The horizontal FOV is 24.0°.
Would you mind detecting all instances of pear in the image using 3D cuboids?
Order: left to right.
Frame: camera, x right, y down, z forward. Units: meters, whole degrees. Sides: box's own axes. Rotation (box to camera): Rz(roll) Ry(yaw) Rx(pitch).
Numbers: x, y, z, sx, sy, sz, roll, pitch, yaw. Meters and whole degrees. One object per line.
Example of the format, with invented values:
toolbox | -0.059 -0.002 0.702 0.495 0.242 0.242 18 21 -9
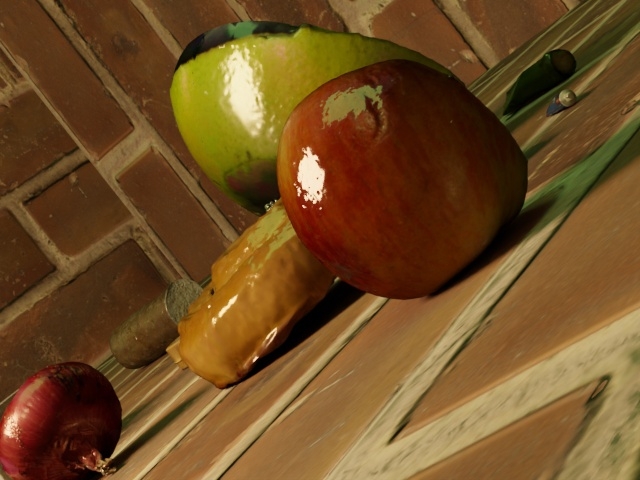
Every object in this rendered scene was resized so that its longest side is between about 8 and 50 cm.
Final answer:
pear | -0.005 -0.115 1.874 0.399 0.399 0.165 149 131 -63

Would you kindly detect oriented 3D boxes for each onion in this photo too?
onion | -0.250 0.207 1.563 0.140 0.150 0.150 18 44 36

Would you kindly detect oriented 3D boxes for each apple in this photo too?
apple | 0.052 -0.046 1.126 0.160 0.173 0.195 -37 -1 -25

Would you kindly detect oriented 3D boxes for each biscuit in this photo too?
biscuit | -0.037 0.019 1.529 0.296 0.102 0.296 -48 5 6

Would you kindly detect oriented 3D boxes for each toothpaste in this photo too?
toothpaste | 0.259 -0.149 1.625 0.027 0.019 0.083 -56 2 -7

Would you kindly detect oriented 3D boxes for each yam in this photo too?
yam | -0.278 0.148 2.565 0.093 0.093 0.259 -41 4 -37

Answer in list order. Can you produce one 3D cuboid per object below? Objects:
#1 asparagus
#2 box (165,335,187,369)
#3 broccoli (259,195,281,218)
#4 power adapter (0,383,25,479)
asparagus | 0.278 -0.208 2.001 0.045 0.041 0.178 -31 -1 -26
box | -0.162 0.132 2.060 0.105 0.037 0.105 -37 3 2
broccoli | -0.002 0.000 1.825 0.204 0.118 0.122 25 -93 -77
power adapter | -0.371 0.256 1.850 0.255 0.124 0.187 -36 5 38
